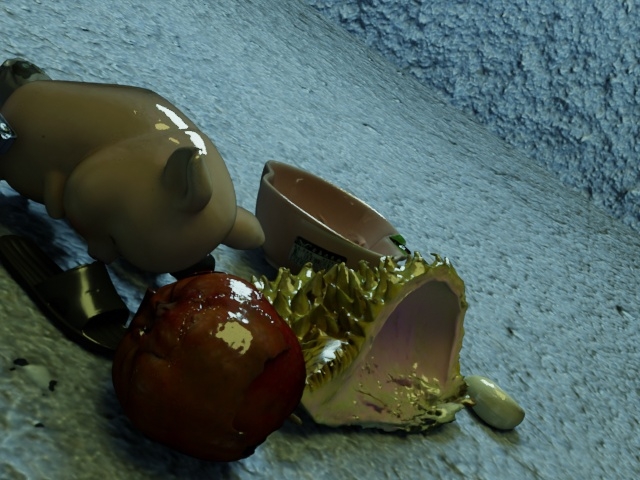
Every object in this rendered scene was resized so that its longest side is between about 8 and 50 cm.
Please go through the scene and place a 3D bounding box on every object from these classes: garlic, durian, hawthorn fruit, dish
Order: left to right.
[{"bbox_3d":[-0.077,0.107,0.831,0.172,0.148,0.148,45,13,-29],"label":"hawthorn fruit"},{"bbox_3d":[0.000,0.000,1.235,0.213,0.090,0.213,29,15,-9],"label":"dish"},{"bbox_3d":[0.016,0.087,1.076,0.195,0.186,0.305,20,16,40],"label":"durian"},{"bbox_3d":[0.200,0.188,1.202,0.083,0.041,0.053,35,6,-22],"label":"garlic"}]

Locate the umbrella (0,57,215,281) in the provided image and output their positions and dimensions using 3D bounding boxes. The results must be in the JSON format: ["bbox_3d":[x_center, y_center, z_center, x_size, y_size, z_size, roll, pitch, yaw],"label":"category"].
[{"bbox_3d":[-0.226,-0.070,1.083,0.337,0.073,0.067,44,31,23],"label":"umbrella"}]

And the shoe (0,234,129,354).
[{"bbox_3d":[-0.213,0.033,0.905,0.159,0.053,0.062,38,17,19],"label":"shoe"}]

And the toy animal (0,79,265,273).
[{"bbox_3d":[-0.181,-0.063,0.955,0.250,0.154,0.166,29,9,21],"label":"toy animal"}]

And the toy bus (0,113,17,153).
[{"bbox_3d":[-0.390,-0.097,0.813,0.125,0.133,0.292,49,22,22],"label":"toy bus"}]
